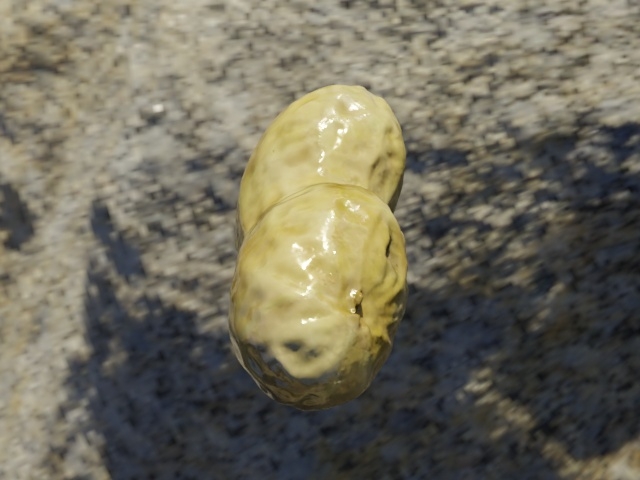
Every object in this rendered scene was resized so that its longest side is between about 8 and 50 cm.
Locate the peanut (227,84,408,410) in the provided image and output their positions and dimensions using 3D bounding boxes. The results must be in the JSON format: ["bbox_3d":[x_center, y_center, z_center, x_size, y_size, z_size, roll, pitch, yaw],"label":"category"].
[{"bbox_3d":[0.000,0.000,1.046,0.103,0.229,0.098,-17,125,13],"label":"peanut"}]
